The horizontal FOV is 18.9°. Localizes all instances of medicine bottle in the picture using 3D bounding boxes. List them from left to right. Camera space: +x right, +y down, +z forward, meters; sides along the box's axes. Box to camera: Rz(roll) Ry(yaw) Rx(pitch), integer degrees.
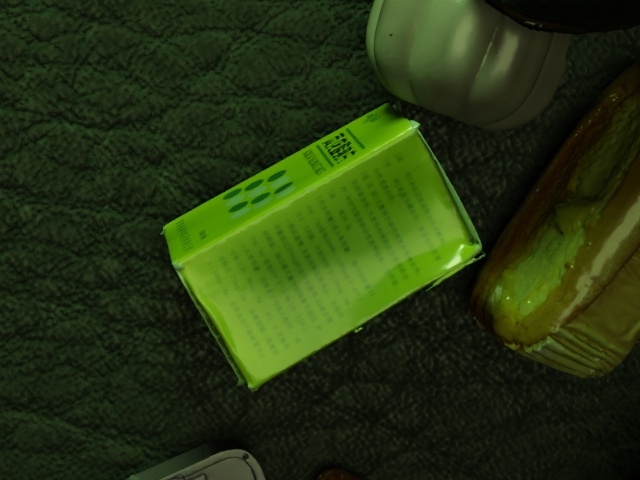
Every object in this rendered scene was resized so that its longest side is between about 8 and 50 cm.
[{"bbox_3d":[0.000,0.000,1.676,0.250,0.137,0.141,-30,103,-1],"label":"medicine bottle"}]

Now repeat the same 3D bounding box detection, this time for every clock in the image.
[{"bbox_3d":[-0.117,0.251,1.747,0.152,0.050,0.110,-23,102,-3],"label":"clock"}]

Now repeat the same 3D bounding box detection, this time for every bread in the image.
[{"bbox_3d":[0.258,-0.015,1.706,0.119,0.152,0.288,34,94,-28],"label":"bread"}]

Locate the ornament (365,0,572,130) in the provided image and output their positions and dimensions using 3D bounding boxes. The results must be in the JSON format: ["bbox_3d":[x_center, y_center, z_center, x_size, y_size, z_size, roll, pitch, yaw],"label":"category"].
[{"bbox_3d":[0.131,-0.183,1.645,0.177,0.177,0.177,-1,100,-8],"label":"ornament"}]

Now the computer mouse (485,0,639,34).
[{"bbox_3d":[0.266,-0.268,1.531,0.323,0.116,0.183,-15,77,5],"label":"computer mouse"}]

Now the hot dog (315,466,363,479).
[{"bbox_3d":[0.049,0.266,1.779,0.144,0.038,0.062,38,93,-13],"label":"hot dog"}]
